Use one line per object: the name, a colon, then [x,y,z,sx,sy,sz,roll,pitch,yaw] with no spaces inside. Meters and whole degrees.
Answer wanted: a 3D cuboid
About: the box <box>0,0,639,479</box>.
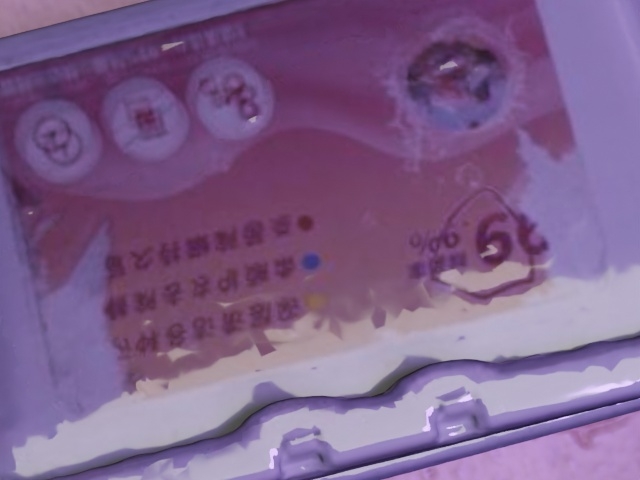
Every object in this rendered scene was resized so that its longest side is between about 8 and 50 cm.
box: [0.000,0.000,0.627,0.312,0.175,0.182,-15,79,0]
